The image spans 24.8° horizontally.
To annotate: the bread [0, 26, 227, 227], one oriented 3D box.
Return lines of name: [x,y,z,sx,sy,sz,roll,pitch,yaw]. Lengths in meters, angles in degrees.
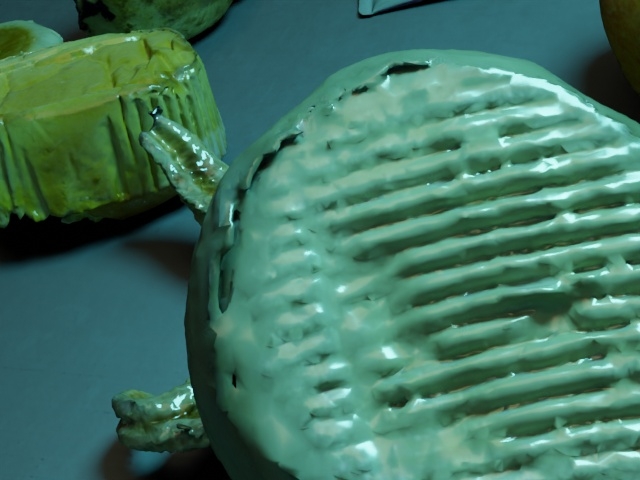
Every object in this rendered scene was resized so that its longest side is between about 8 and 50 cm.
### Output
bread: [-0.214,-0.098,1.324,0.250,0.133,0.179,-16,33,-7]

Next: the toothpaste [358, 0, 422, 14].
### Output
toothpaste: [0.167,-0.294,1.523,0.266,0.061,0.096,-14,38,13]

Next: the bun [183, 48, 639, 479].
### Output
bun: [0.090,0.064,0.896,0.360,0.211,0.359,-2,75,8]

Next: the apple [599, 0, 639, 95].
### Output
apple: [0.349,-0.224,1.177,0.275,0.299,0.299,-10,35,30]

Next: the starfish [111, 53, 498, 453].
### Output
starfish: [0.000,0.000,1.154,0.324,0.082,0.432,0,48,9]

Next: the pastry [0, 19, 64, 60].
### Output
pastry: [-0.318,-0.154,1.469,0.156,0.092,0.156,-11,34,7]

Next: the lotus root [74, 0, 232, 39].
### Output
lotus root: [-0.165,-0.273,1.537,0.214,0.138,0.138,-21,36,-26]
